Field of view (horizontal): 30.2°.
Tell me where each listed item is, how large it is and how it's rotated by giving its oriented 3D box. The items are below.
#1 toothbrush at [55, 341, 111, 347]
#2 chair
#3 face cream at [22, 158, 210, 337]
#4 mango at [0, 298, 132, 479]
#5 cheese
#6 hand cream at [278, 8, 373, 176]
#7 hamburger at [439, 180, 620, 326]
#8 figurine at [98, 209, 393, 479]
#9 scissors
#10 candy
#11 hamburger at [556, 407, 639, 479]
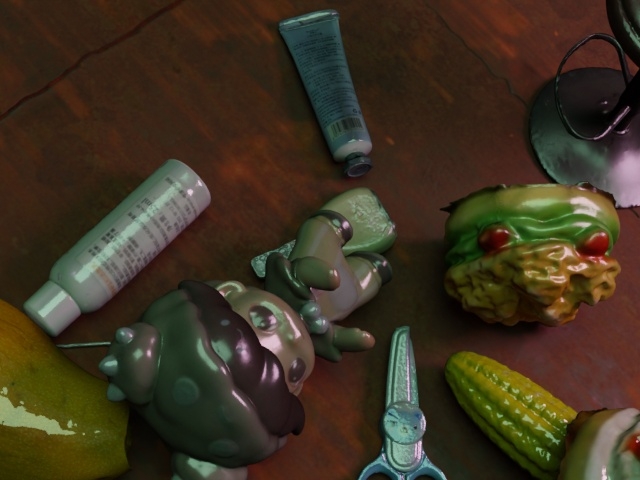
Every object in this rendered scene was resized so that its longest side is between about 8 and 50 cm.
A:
[{"bbox_3d":[-0.303,0.129,1.446,0.096,0.006,0.008,-4,80,-9],"label":"toothbrush"},{"bbox_3d":[0.425,-0.220,1.479,0.226,0.401,0.227,3,67,-7],"label":"chair"},{"bbox_3d":[-0.253,0.012,1.463,0.082,0.082,0.269,41,67,10],"label":"face cream"},{"bbox_3d":[-0.371,0.172,1.346,0.359,0.144,0.187,34,70,4],"label":"mango"},{"bbox_3d":[0.000,0.000,1.524,0.192,0.037,0.097,-23,71,-17],"label":"cheese"},{"bbox_3d":[0.017,-0.205,1.608,0.088,0.055,0.256,-16,67,-5],"label":"hand cream"},{"bbox_3d":[0.258,0.028,1.451,0.237,0.237,0.149,3,71,-6],"label":"hamburger"},{"bbox_3d":[-0.075,0.112,1.378,0.380,0.203,0.248,-42,116,-31],"label":"figurine"},{"bbox_3d":[0.100,0.228,1.445,0.125,0.030,0.256,5,69,-7],"label":"scissors"},{"bbox_3d":[0.231,0.207,1.438,0.199,0.106,0.094,37,86,15],"label":"candy"},{"bbox_3d":[0.405,0.301,1.323,0.302,0.186,0.261,-26,100,-56],"label":"hamburger"}]
